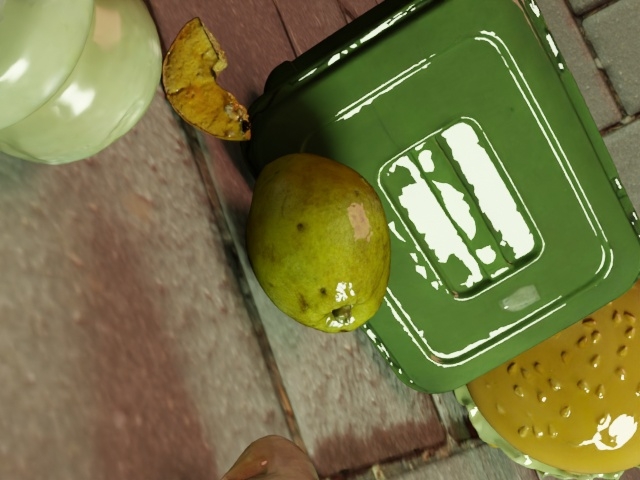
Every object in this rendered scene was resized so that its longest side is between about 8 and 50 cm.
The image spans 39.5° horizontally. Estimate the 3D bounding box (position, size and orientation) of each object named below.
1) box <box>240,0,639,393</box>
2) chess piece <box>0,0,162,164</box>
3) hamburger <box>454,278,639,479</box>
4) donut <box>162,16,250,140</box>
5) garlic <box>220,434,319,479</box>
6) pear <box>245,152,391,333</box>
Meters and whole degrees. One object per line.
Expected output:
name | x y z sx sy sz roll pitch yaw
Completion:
box | 0.102 -0.056 0.783 0.329 0.252 0.178 56 6 -24
chess piece | -0.144 -0.094 0.332 0.243 0.133 0.133 31 37 -67
hamburger | 0.270 0.123 0.945 0.212 0.274 0.275 26 41 -66
donut | -0.073 -0.108 0.635 0.083 0.067 0.038 33 -5 11
garlic | -0.029 0.142 0.400 0.094 0.074 0.113 55 33 -54
pear | 0.000 0.000 0.621 0.107 0.107 0.131 33 28 -58
